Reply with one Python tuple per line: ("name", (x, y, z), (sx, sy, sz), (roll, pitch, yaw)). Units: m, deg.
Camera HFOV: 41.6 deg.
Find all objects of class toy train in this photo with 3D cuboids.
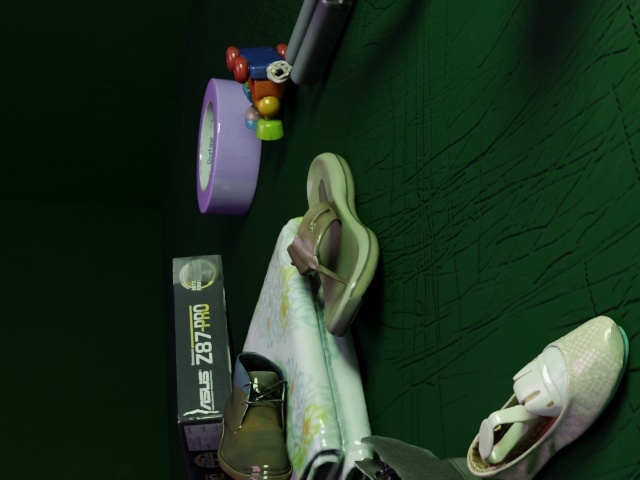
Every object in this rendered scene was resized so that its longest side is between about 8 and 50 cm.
("toy train", (-0.082, -0.224, 1.351), (0.248, 0.105, 0.143), (-121, 27, -63))

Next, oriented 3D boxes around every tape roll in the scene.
("tape roll", (-0.190, -0.189, 1.721), (0.275, 0.090, 0.274), (-176, 90, -73))

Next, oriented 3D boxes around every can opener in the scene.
("can opener", (-0.003, -0.320, 1.105), (0.280, 0.093, 0.074), (113, 148, -54))

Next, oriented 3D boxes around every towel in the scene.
("towel", (-0.031, 0.209, 1.100), (0.374, 0.090, 0.320), (-102, 25, -43))

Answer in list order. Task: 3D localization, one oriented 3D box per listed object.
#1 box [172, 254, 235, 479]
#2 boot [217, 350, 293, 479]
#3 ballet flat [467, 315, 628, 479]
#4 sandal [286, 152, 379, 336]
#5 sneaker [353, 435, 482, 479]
("box", (-0.188, 0.268, 1.464), (0.395, 0.097, 0.318), (91, 174, -50))
("boot", (-0.077, 0.200, 0.966), (0.219, 0.082, 0.106), (-159, 73, -74))
("ballet flat", (0.145, 0.114, 0.560), (0.057, 0.052, 0.168), (-103, 23, -45))
("sandal", (-0.001, 0.000, 1.008), (0.302, 0.086, 0.120), (-104, 32, -52))
("sneaker", (0.091, 0.215, 0.659), (0.170, 0.089, 0.051), (-118, 35, -61))
